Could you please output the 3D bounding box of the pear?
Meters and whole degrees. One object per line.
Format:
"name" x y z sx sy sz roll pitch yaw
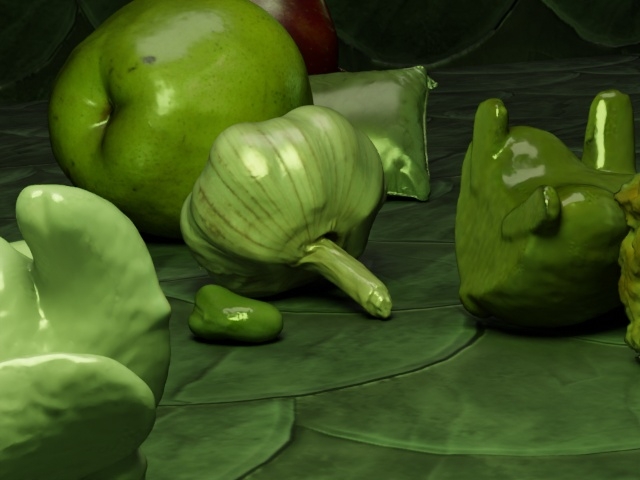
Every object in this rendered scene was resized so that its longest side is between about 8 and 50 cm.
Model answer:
"pear" -0.141 -0.133 1.942 0.294 0.294 0.294 -3 11 1

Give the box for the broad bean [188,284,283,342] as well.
"broad bean" -0.071 0.063 1.488 0.083 0.045 0.063 12 5 29

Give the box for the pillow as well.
"pillow" -0.011 -0.123 2.154 0.302 0.185 0.075 -2 -28 5

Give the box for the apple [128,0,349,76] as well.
"apple" -0.114 -0.215 2.357 0.317 0.288 0.288 -10 10 4

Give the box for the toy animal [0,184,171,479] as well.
"toy animal" -0.229 0.102 0.970 0.272 0.206 0.265 -13 9 44

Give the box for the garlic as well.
"garlic" 0.000 0.000 1.606 0.199 0.199 0.226 -11 47 -37

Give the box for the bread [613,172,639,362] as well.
"bread" 0.303 0.029 1.250 0.252 0.174 0.133 8 17 28

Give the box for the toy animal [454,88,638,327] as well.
"toy animal" 0.286 -0.030 1.491 0.363 0.180 0.181 -9 28 -18
